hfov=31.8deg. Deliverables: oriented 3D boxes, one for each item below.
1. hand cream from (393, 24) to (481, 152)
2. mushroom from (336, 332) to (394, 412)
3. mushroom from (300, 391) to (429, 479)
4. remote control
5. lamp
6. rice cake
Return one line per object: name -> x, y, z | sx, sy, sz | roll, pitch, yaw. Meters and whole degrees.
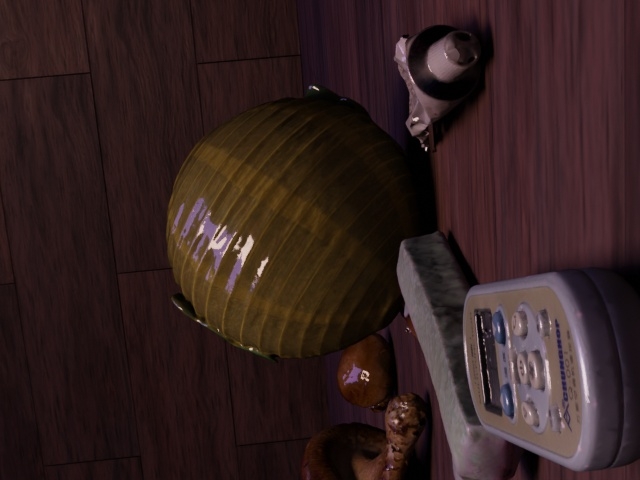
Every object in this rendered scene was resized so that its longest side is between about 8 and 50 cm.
hand cream -> 0.080, -0.112, 0.822 | 0.257, 0.050, 0.084 | -141, 42, -89
mushroom -> 0.058, 0.179, 1.408 | 0.088, 0.073, 0.129 | 34, 144, 40
mushroom -> 0.064, 0.250, 1.164 | 0.217, 0.148, 0.227 | 112, 152, -46
remote control -> 0.111, 0.059, 0.555 | 0.244, 0.047, 0.087 | 135, 126, -85
lamp -> 0.000, 0.000, 1.028 | 0.250, 0.284, 0.250 | -49, -19, -24
rice cake -> 0.095, 0.079, 0.805 | 0.290, 0.051, 0.081 | -100, 15, -66
